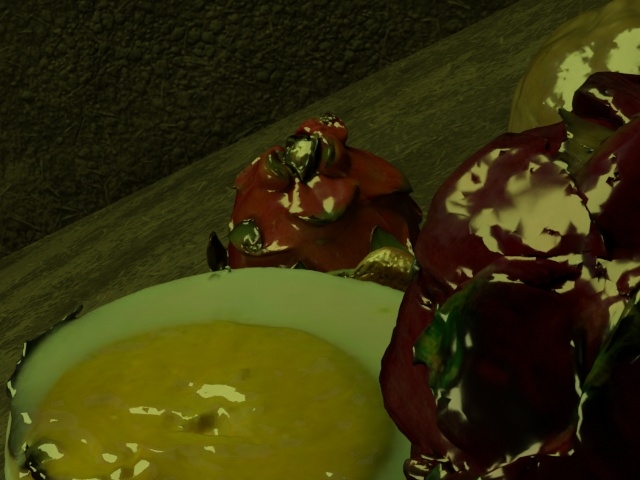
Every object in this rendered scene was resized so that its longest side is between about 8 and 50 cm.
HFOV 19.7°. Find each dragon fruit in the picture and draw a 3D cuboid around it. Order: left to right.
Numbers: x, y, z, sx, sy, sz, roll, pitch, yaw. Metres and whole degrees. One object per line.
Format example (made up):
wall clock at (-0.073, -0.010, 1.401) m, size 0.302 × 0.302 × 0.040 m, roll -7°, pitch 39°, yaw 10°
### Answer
dragon fruit at (0.001, 0.005, 1.824) m, size 0.224 × 0.227 × 0.224 m, roll -35°, pitch 11°, yaw 8°
dragon fruit at (0.186, 0.070, 0.984) m, size 0.329 × 0.329 × 0.329 m, roll -27°, pitch 13°, yaw 6°

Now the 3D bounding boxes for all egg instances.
egg at (-0.044, 0.172, 1.261) m, size 0.337 × 0.201 × 0.337 m, roll 0°, pitch 35°, yaw 0°

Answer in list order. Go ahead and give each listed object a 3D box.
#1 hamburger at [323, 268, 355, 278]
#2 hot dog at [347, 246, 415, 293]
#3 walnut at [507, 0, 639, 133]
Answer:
hamburger at (0.038, 0.109, 1.495) m, size 0.159 × 0.185 × 0.131 m, roll 17°, pitch -8°, yaw -43°
hot dog at (0.132, 0.079, 1.362) m, size 0.249 × 0.076 × 0.102 m, roll 17°, pitch 60°, yaw 13°
walnut at (0.286, -0.067, 1.396) m, size 0.296 × 0.285 × 0.285 m, roll 18°, pitch 31°, yaw 16°
